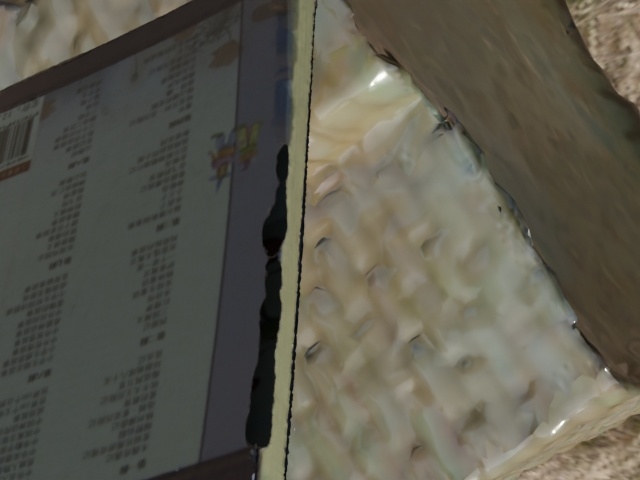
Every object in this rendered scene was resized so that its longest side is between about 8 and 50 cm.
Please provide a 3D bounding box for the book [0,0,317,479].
[{"bbox_3d":[-0.073,0.017,0.479,0.157,0.026,0.231,-20,46,27],"label":"book"}]

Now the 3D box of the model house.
[{"bbox_3d":[0.000,0.000,1.002,0.400,0.395,0.445,-38,76,25],"label":"model house"}]
